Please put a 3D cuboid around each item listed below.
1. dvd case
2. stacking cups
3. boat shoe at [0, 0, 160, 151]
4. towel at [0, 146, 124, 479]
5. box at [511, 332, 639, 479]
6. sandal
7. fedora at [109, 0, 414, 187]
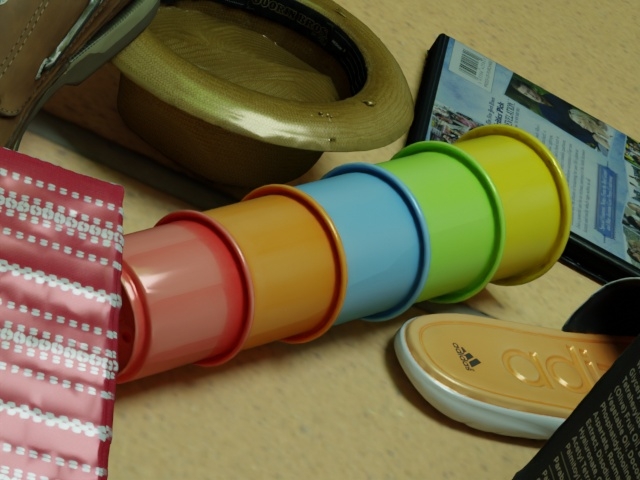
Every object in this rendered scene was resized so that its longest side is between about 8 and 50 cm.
[{"bbox_3d":[0.175,-0.035,1.105,0.253,0.022,0.180,28,32,-7],"label":"dvd case"},{"bbox_3d":[0.000,0.000,0.840,0.316,0.096,0.096,-11,52,-47],"label":"stacking cups"},{"bbox_3d":[-0.167,-0.093,0.743,0.111,0.104,0.307,21,46,8],"label":"boat shoe"},{"bbox_3d":[-0.169,0.068,0.581,0.199,0.031,0.275,17,51,-22],"label":"towel"},{"bbox_3d":[0.324,0.110,0.757,0.343,0.312,0.179,15,35,-25],"label":"box"},{"bbox_3d":[0.165,0.065,0.905,0.265,0.076,0.102,8,39,-34],"label":"sandal"},{"bbox_3d":[-0.047,-0.085,0.918,0.194,0.079,0.194,18,34,-13],"label":"fedora"}]
